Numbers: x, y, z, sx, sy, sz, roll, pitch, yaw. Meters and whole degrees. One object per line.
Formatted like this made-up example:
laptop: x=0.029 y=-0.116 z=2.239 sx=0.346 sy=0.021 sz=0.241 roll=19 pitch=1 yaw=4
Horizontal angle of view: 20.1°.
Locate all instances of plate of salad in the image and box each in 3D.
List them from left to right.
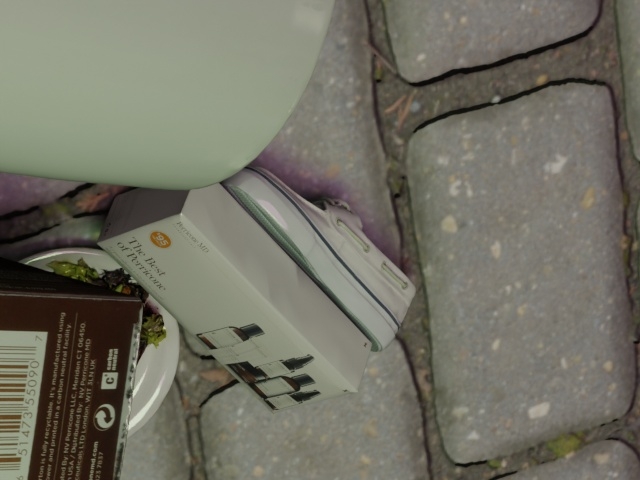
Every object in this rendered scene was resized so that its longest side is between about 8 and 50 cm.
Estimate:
plate of salad: x=-0.209 y=0.102 z=1.495 sx=0.199 sy=0.048 sz=0.200 roll=-8 pitch=114 yaw=-19

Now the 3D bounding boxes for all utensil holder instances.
utensil holder: x=-0.224 y=-0.204 z=1.162 sx=0.385 sy=0.327 sz=0.328 roll=6 pitch=110 yaw=-40

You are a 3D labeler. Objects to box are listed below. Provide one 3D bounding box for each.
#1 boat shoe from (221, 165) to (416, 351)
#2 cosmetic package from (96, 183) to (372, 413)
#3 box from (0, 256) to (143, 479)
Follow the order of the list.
boat shoe: x=0.000 y=0.000 z=1.531 sx=0.076 sy=0.083 sz=0.226 roll=-55 pitch=130 yaw=-20
cosmetic package: x=-0.068 y=0.046 z=1.494 sx=0.099 sy=0.060 sz=0.239 roll=-20 pitch=128 yaw=35
box: x=-0.263 y=0.102 z=1.327 sx=0.167 sy=0.203 sz=0.169 roll=4 pitch=97 yaw=-44
